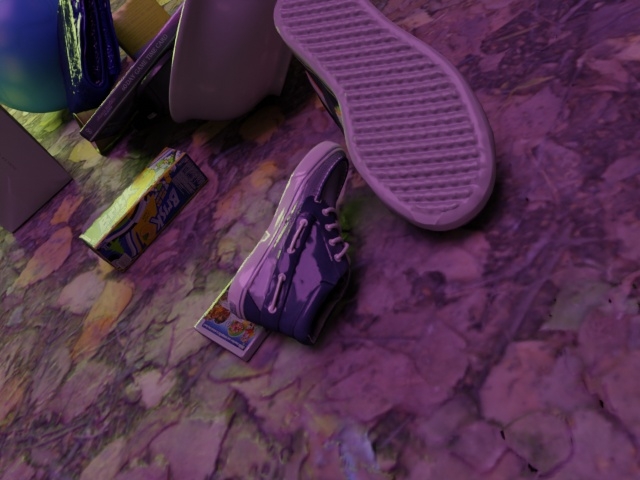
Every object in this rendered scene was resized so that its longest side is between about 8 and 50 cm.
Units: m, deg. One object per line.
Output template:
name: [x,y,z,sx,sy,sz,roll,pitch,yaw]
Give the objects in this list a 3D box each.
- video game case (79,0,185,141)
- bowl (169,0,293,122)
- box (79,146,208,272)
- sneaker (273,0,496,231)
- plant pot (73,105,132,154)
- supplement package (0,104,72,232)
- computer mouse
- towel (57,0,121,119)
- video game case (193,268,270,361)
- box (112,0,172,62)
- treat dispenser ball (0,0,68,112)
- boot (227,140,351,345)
video game case: [-0.263,-0.272,0.912,0.274,0.026,0.196,-48,15,5]
bowl: [-0.099,-0.286,0.793,0.298,0.134,0.298,-163,90,-83]
box: [-0.230,-0.043,0.760,0.059,0.054,0.169,20,65,47]
sneaker: [0.073,-0.135,0.577,0.126,0.127,0.321,-35,62,13]
plant pot: [-0.387,-0.211,1.044,0.079,0.083,0.083,-37,36,-18]
supplement package: [-0.592,-0.154,1.043,0.149,0.194,0.203,-46,38,-12]
computer mouse: [-0.226,-0.260,0.941,0.184,0.060,0.262,-54,16,-16]
towel: [-0.425,-0.353,1.062,0.076,0.228,0.308,-8,3,-27]
video game case: [-0.062,0.052,0.567,0.087,0.011,0.122,17,63,46]
box: [-0.310,-0.373,1.096,0.109,0.178,0.042,-44,2,-8]
treat dispenser ball: [-0.635,-0.427,1.279,0.288,0.288,0.288,-21,41,20]
boot: [0.000,0.000,0.524,0.086,0.069,0.190,21,73,25]
